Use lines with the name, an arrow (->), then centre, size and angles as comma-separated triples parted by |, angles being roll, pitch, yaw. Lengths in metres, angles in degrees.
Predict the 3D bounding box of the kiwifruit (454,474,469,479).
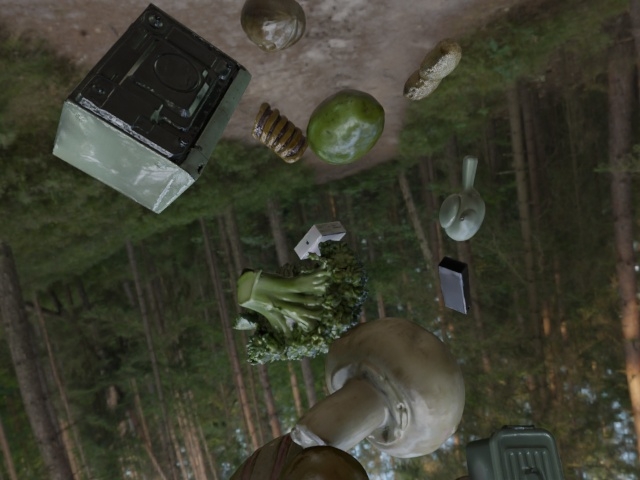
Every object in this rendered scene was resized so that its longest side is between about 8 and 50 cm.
kiwifruit -> 0.440, 0.729, 1.411 | 0.233, 0.196, 0.196 | 11, -170, 8

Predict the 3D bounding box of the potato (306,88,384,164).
potato -> 0.073, -0.336, 1.607 | 0.215, 0.216, 0.304 | -12, -178, -23

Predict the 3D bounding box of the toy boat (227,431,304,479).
toy boat -> -0.084, 0.544, 1.203 | 0.293, 0.111, 0.276 | 13, -125, 33

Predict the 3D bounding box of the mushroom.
mushroom -> 0.107, 0.324, 1.078 | 0.336, 0.315, 0.314 | -28, -164, -34

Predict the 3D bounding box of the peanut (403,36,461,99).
peanut -> 0.317, -0.484, 1.538 | 0.104, 0.086, 0.228 | -24, 166, -35

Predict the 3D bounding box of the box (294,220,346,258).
box -> 0.000, 0.000, 1.803 | 0.130, 0.051, 0.129 | -8, 148, -48

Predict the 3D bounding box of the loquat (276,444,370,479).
loquat -> 0.000, 0.399, 0.846 | 0.152, 0.152, 0.195 | -6, 155, 27

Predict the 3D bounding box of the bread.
bread -> -0.144, -0.381, 1.922 | 0.225, 0.134, 0.081 | 36, 166, -26

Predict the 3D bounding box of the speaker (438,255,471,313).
speaker -> 0.427, 0.143, 1.696 | 0.082, 0.218, 0.044 | 20, -122, 35

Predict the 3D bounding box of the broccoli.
broccoli -> -0.056, 0.165, 1.353 | 0.317, 0.277, 0.338 | 3, 158, -12

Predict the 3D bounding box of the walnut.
walnut -> -0.109, -0.502, 1.229 | 0.140, 0.140, 0.162 | -15, -164, -41

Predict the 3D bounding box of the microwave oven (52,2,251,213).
microwave oven -> -0.390, -0.322, 1.307 | 0.247, 0.332, 0.395 | -35, -151, 48

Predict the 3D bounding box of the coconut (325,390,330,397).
coconut -> 0.106, 0.529, 1.777 | 0.160, 0.161, 0.162 | -12, -163, -23

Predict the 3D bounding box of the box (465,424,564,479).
box -> 0.396, 0.510, 1.102 | 0.163, 0.244, 0.135 | 5, 155, -19

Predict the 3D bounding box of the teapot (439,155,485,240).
teapot -> 0.578, -0.160, 2.186 | 0.149, 0.319, 0.220 | 19, 158, -13
